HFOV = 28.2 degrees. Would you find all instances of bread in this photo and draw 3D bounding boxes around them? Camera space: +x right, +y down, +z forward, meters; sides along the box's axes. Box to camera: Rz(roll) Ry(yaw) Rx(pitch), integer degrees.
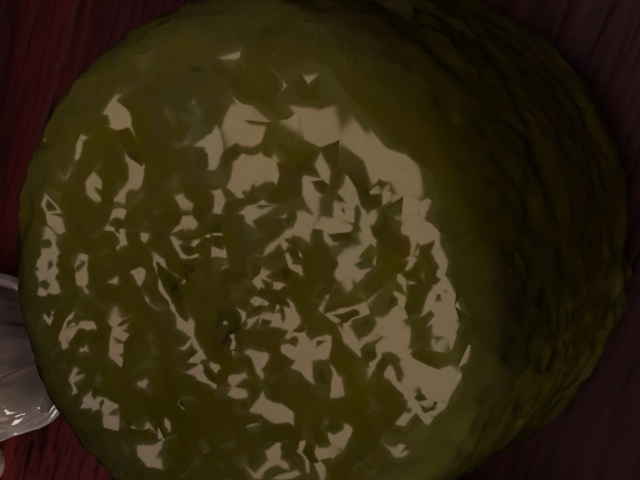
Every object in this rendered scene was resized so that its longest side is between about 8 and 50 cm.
[{"bbox_3d":[0.000,0.000,0.784,0.348,0.308,0.348,2,95,25],"label":"bread"}]

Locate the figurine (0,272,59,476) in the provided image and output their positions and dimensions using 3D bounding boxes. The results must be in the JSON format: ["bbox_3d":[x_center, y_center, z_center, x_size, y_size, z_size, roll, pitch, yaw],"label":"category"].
[{"bbox_3d":[-0.295,0.107,1.036,0.257,0.144,0.181,-5,76,27],"label":"figurine"}]
